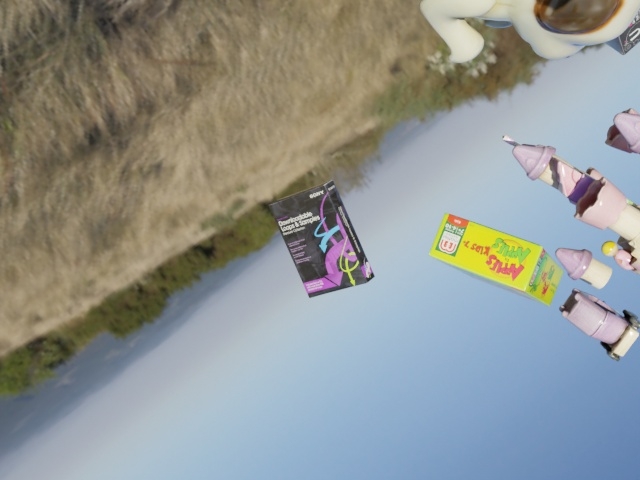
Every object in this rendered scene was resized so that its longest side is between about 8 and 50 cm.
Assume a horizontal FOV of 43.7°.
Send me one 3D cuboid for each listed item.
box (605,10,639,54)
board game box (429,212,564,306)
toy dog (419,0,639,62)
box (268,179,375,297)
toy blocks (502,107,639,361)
[{"bbox_3d":[0.490,-0.476,1.420,0.142,0.247,0.163,-44,143,6],"label":"box"},{"bbox_3d":[0.176,0.022,0.776,0.181,0.092,0.043,22,89,-66],"label":"board game box"},{"bbox_3d":[0.291,-0.442,1.155,0.284,0.408,0.395,-34,165,-45],"label":"toy dog"},{"bbox_3d":[0.000,0.000,1.208,0.116,0.162,0.029,-18,-171,37],"label":"box"},{"bbox_3d":[0.383,-0.055,1.163,0.309,0.260,0.288,-60,-177,15],"label":"toy blocks"}]
